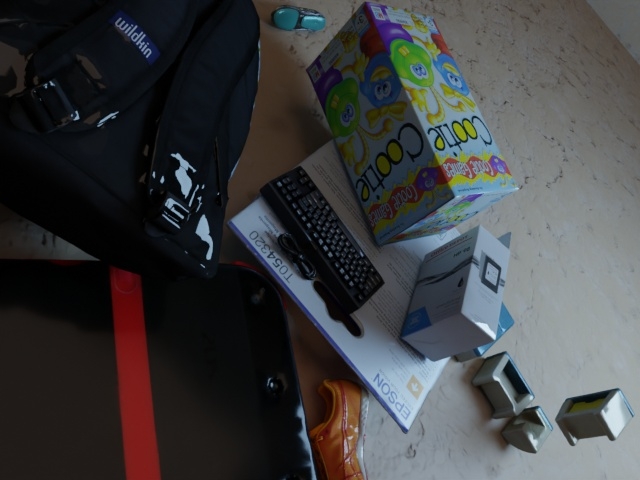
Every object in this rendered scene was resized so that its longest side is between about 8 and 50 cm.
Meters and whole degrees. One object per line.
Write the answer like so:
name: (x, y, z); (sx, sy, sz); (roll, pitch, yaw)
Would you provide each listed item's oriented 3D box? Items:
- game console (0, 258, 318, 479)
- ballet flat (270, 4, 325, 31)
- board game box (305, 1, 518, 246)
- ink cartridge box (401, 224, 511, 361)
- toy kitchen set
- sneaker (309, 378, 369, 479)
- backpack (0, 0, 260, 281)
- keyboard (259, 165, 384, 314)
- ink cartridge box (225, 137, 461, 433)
game console: (-0.157, 0.199, 0.489); (0.341, 0.060, 0.387); (2, 65, -34)
ballet flat: (-0.043, -0.368, 0.905); (0.114, 0.041, 0.041); (-10, 73, -42)
board game box: (0.117, -0.153, 0.737); (0.144, 0.142, 0.275); (-10, 72, -40)
ink cartridge box: (0.176, 0.053, 0.697); (0.060, 0.104, 0.180); (37, 49, -14)
toy kitchen set: (0.317, 0.175, 0.790); (0.122, 0.166, 0.207); (-26, 84, -44)
sneaker: (0.016, 0.240, 0.602); (0.067, 0.064, 0.175); (9, 53, -12)
backpack: (-0.188, -0.173, 0.527); (0.290, 0.273, 0.356); (42, 57, -38)
keyboard: (0.000, 0.000, 0.648); (0.180, 0.023, 0.108); (54, 47, 0)
ink cartridge box: (0.066, 0.028, 0.744); (0.324, 0.071, 0.330); (50, 48, -4)
